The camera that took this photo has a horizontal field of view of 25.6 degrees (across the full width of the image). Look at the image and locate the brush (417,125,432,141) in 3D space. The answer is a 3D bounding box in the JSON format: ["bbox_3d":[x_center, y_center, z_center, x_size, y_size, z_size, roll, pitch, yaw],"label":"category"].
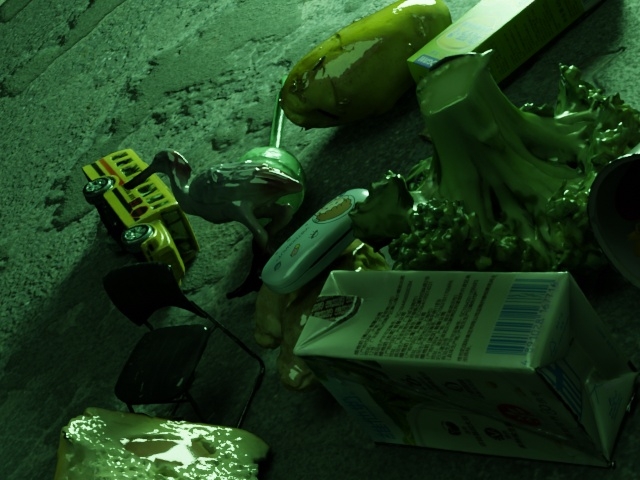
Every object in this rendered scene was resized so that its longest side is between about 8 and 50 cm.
[{"bbox_3d":[0.212,-0.206,2.096,0.170,0.014,0.043,-46,36,-17],"label":"brush"}]

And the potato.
[{"bbox_3d":[0.074,-0.271,2.184,0.300,0.140,0.173,-32,26,-6],"label":"potato"}]

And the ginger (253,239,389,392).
[{"bbox_3d":[-0.001,0.094,1.806,0.221,0.130,0.276,-19,34,27],"label":"ginger"}]

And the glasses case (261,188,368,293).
[{"bbox_3d":[0.000,0.000,1.763,0.178,0.045,0.067,-43,28,-17],"label":"glasses case"}]

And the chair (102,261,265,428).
[{"bbox_3d":[-0.200,0.150,1.822,0.140,0.221,0.145,-7,41,35],"label":"chair"}]

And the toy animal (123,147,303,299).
[{"bbox_3d":[-0.144,-0.061,2.008,0.324,0.090,0.195,42,108,25],"label":"toy animal"}]

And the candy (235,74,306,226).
[{"bbox_3d":[-0.067,-0.161,2.231,0.119,0.119,0.440,-23,27,18],"label":"candy"}]

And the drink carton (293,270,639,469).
[{"bbox_3d":[0.160,0.134,1.543,0.324,0.194,0.132,-1,50,40],"label":"drink carton"}]

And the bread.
[{"bbox_3d":[-0.202,0.274,1.679,0.224,0.211,0.184,-34,26,12],"label":"bread"}]

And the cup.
[{"bbox_3d":[0.450,-0.085,1.572,0.203,0.203,0.288,4,37,44],"label":"cup"}]

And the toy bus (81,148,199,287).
[{"bbox_3d":[-0.280,-0.031,2.217,0.123,0.121,0.335,-28,32,-12],"label":"toy bus"}]

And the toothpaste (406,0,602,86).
[{"bbox_3d":[0.287,-0.323,2.106,0.327,0.077,0.110,-39,33,-12],"label":"toothpaste"}]

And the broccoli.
[{"bbox_3d":[0.213,-0.056,1.686,0.338,0.317,0.277,-49,30,29],"label":"broccoli"}]
